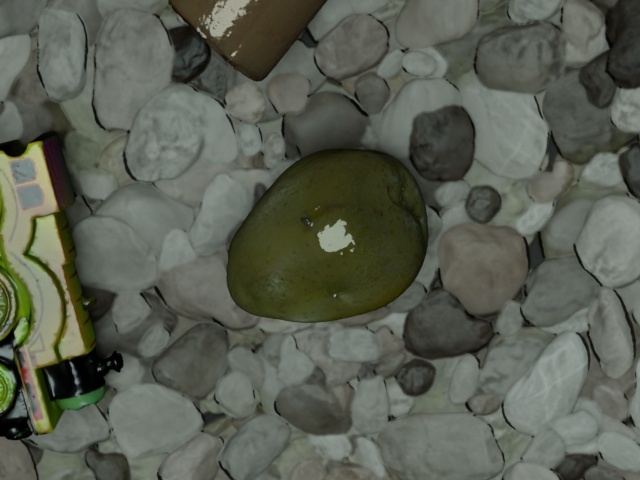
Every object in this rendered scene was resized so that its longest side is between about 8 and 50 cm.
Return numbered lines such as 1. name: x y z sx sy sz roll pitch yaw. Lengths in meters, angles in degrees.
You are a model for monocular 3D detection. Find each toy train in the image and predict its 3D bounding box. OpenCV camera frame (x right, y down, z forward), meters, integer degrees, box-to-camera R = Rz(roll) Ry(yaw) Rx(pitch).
1. toy train: -0.288 0.043 1.674 0.161 0.100 0.296 -12 100 4

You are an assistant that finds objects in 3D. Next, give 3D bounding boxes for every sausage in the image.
1. sausage: -0.021 -0.276 1.585 0.123 0.123 0.253 40 100 -4

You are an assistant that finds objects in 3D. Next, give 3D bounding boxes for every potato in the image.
1. potato: 0.000 0.000 1.636 0.194 0.157 0.157 -24 99 21
